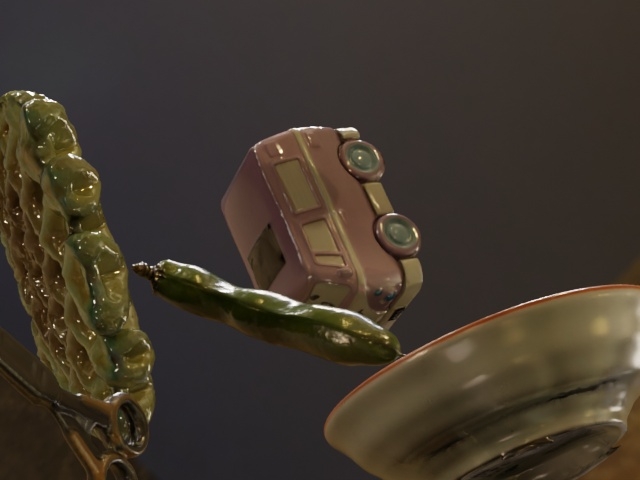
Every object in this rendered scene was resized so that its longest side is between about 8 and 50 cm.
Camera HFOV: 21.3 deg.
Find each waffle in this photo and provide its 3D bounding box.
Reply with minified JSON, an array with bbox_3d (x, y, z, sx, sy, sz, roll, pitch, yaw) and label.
[{"bbox_3d":[-0.209,0.022,1.376,0.056,0.309,0.291,-19,94,-21],"label":"waffle"}]

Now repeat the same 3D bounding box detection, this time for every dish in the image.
[{"bbox_3d":[0.137,0.128,1.201,0.260,0.260,0.085,-1,61,-43],"label":"dish"}]

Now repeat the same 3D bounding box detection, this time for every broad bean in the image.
[{"bbox_3d":[-0.040,0.063,1.419,0.255,0.065,0.046,16,72,24],"label":"broad bean"}]

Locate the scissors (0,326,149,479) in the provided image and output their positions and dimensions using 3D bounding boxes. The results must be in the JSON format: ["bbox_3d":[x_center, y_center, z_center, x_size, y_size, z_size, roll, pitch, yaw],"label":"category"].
[{"bbox_3d":[-0.174,0.097,1.081,0.220,0.017,0.088,52,36,-45],"label":"scissors"}]

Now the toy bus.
[{"bbox_3d":[0.000,0.000,1.710,0.142,0.142,0.202,-9,62,-31],"label":"toy bus"}]
